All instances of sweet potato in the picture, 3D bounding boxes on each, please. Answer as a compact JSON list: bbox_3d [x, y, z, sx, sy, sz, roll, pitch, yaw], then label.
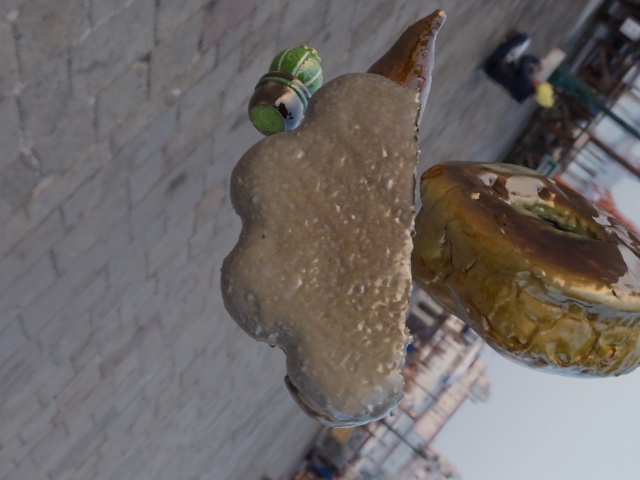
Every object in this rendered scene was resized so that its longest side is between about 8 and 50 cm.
[{"bbox_3d":[0.075,-0.154,1.376,0.359,0.112,0.112,-59,168,30],"label":"sweet potato"}]

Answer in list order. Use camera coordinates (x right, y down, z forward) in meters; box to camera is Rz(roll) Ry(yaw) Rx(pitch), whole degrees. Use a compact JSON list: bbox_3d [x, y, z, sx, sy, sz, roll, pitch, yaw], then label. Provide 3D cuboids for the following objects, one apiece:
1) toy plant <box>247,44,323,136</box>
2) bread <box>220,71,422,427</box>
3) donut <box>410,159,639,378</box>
[{"bbox_3d":[-0.049,-0.239,1.609,0.162,0.092,0.093,-61,178,-35],"label":"toy plant"},{"bbox_3d":[0.002,0.002,0.967,0.102,0.183,0.338,76,19,-72],"label":"bread"},{"bbox_3d":[0.234,0.032,1.136,0.160,0.330,0.330,-62,167,19],"label":"donut"}]
